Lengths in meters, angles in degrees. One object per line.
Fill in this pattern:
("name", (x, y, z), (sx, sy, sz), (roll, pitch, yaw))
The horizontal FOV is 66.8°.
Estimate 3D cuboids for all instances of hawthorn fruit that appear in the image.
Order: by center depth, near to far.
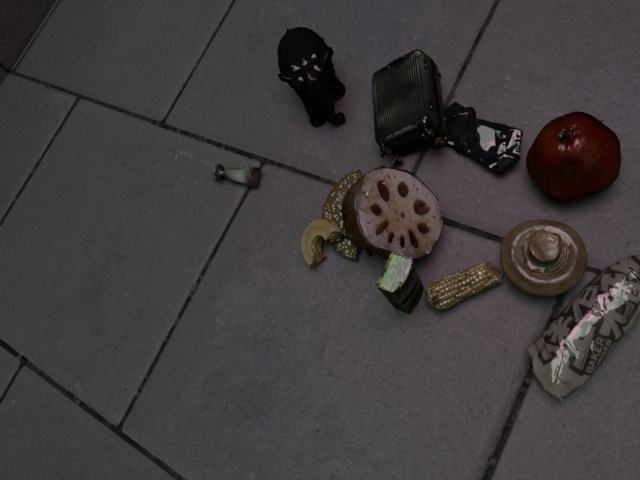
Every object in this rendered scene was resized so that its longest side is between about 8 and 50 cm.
("hawthorn fruit", (0.635, -0.218, 1.220), (0.224, 0.261, 0.223), (-9, 67, 23))

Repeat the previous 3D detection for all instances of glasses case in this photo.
("glasses case", (0.211, 0.117, 1.240), (0.062, 0.272, 0.095), (21, 80, 23))

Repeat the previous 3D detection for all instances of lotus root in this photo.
("lotus root", (0.178, -0.054, 1.349), (0.272, 0.192, 0.271), (9, 69, -24))

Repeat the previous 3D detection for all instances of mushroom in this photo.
("mushroom", (0.548, 0.033, 1.195), (0.204, 0.204, 0.204), (-6, 70, 17))

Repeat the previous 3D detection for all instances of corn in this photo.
("corn", (0.379, 0.117, 1.287), (0.211, 0.087, 0.087), (-27, 65, 10))

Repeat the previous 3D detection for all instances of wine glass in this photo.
("wine glass", (-0.283, -0.221, 1.645), (0.156, 0.072, 0.072), (9, 75, 21))

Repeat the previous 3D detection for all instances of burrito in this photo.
("burrito", (0.665, 0.177, 1.160), (0.445, 0.101, 0.139), (-50, 53, 0))

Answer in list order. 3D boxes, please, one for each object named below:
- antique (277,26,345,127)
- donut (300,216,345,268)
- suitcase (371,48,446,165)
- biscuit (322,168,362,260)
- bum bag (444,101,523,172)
("antique", (-0.034, -0.540, 1.570), (0.185, 0.255, 0.322), (-26, 68, 7))
("donut", (-0.001, -0.005, 1.451), (0.166, 0.065, 0.108), (-54, 52, 27))
("suitcase", (0.263, -0.399, 1.461), (0.202, 0.128, 0.311), (-19, 64, 38))
("biscuit", (0.072, -0.082, 1.489), (0.141, 0.038, 0.289), (4, 76, 24))
("bum bag", (0.450, -0.308, 1.416), (0.310, 0.074, 0.137), (38, 99, 32))
